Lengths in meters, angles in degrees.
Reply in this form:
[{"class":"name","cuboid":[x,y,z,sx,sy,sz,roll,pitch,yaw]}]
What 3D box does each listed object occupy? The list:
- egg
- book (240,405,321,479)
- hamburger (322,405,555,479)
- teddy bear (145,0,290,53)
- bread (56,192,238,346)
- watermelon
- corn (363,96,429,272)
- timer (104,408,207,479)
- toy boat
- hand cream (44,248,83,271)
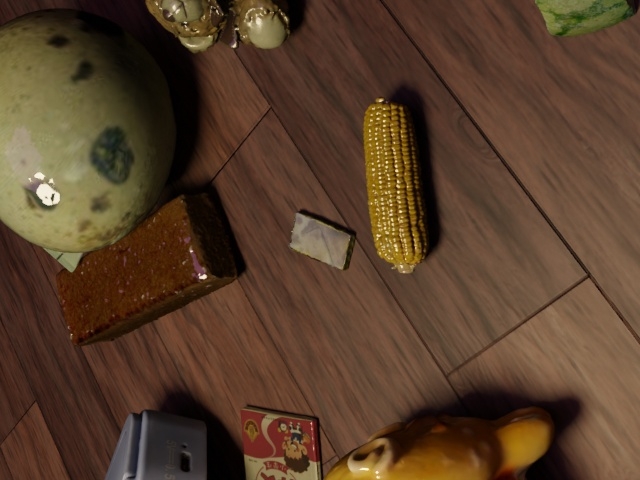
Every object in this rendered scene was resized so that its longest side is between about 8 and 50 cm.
[{"class":"egg","cuboid":[-0.409,-0.180,1.216,0.345,0.345,0.428,-45,48,34]},{"class":"book","cuboid":[-0.063,0.399,1.224,0.162,0.022,0.231,-1,94,40]},{"class":"hamburger","cuboid":[0.147,0.308,0.901,0.303,0.261,0.186,-16,80,21]},{"class":"teddy bear","cuboid":[-0.176,-0.402,1.136,0.256,0.156,0.267,-14,116,35]},{"class":"bread","cuboid":[-0.322,0.062,1.339,0.417,0.113,0.165,-25,80,37]},{"class":"watermelon","cuboid":[0.298,-0.299,0.831,0.098,0.121,0.158,-5,48,25]},{"class":"corn","cuboid":[0.100,-0.074,0.996,0.080,0.080,0.238,-8,88,40]},{"class":"timer","cuboid":[-0.291,0.518,1.249,0.395,0.173,0.394,-163,90,-72]},{"class":"toy boat","cuboid":[0.000,0.000,1.127,0.115,0.016,0.063,24,109,34]},{"class":"hand cream","cuboid":[-0.428,-0.043,1.371,0.050,0.204,0.078,2,141,40]}]
